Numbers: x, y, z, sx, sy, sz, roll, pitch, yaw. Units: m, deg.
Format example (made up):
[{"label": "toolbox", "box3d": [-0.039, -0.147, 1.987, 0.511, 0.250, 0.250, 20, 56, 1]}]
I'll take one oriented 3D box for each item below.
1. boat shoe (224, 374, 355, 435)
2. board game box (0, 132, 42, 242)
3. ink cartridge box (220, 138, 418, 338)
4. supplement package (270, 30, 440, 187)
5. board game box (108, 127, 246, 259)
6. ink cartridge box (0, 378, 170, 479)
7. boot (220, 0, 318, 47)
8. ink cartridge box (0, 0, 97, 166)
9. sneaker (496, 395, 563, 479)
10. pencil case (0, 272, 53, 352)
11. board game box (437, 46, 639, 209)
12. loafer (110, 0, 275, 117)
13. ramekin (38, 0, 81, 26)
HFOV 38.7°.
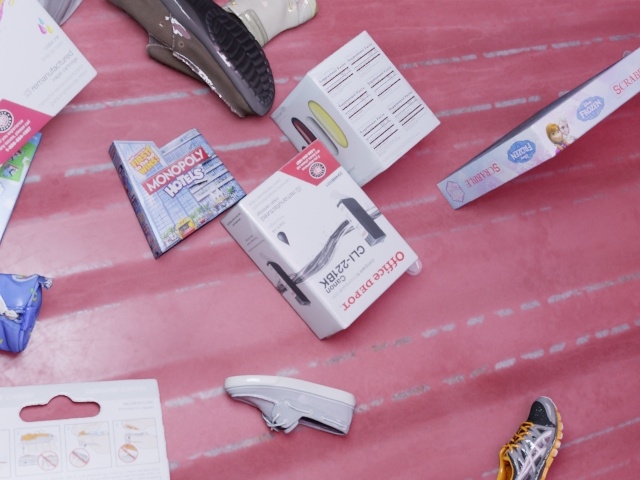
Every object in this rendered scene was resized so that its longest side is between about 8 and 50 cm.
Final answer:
[{"label": "boat shoe", "box3d": [-0.048, 0.270, 1.468, 0.228, 0.079, 0.081, 15, 66, -21]}, {"label": "board game box", "box3d": [-0.540, -0.096, 1.393, 0.160, 0.039, 0.211, 20, 70, -16]}, {"label": "ink cartridge box", "box3d": [0.000, 0.000, 1.541, 0.197, 0.114, 0.273, -42, 94, -26]}, {"label": "supplement package", "box3d": [0.055, -0.209, 1.576, 0.149, 0.194, 0.203, -40, 92, -26]}, {"label": "board game box", "box3d": [-0.248, -0.104, 1.501, 0.194, 0.060, 0.194, -38, 92, -26]}, {"label": "ink cartridge box", "box3d": [-0.373, 0.401, 1.322, 0.308, 0.091, 0.384, 0, 59, -21]}, {"label": "boot", "box3d": [-0.124, -0.458, 1.639, 0.165, 0.077, 0.213, -38, 95, -24]}, {"label": "ink cartridge box", "box3d": [-0.512, -0.283, 1.308, 0.226, 0.131, 0.306, -53, 123, -26]}, {"label": "sneaker", "box3d": [0.361, 0.372, 1.605, 0.083, 0.084, 0.214, 25, 69, -9]}, {"label": "pencil case", "box3d": [-0.548, 0.077, 1.293, 0.306, 0.133, 0.119, 14, 84, -17]}, {"label": "board game box", "box3d": [0.409, -0.199, 1.648, 0.319, 0.318, 0.066, -35, 91, -25]}, {"label": "loafer", "box3d": [-0.224, -0.347, 1.558, 0.366, 0.130, 0.134, 49, 32, -10]}, {"label": "ramekin", "box3d": [-0.422, -0.476, 1.421, 0.127, 0.273, 0.272, 28, 67, -5]}]
